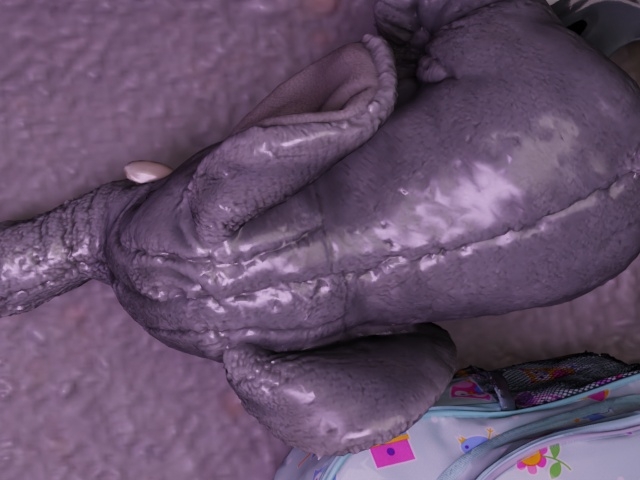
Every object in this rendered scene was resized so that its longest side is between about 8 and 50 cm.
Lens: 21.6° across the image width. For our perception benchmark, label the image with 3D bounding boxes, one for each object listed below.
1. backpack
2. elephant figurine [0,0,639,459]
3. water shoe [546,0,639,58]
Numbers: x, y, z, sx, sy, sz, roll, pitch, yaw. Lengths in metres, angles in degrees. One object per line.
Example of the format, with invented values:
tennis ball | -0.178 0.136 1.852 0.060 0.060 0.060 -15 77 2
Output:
backpack | 0.074 0.134 0.667 0.188 0.144 0.166 -7 92 -10
elephant figurine | 0.000 0.000 0.639 0.239 0.186 0.169 -26 75 -23
water shoe | 0.178 -0.130 0.743 0.203 0.073 0.080 -26 104 5
